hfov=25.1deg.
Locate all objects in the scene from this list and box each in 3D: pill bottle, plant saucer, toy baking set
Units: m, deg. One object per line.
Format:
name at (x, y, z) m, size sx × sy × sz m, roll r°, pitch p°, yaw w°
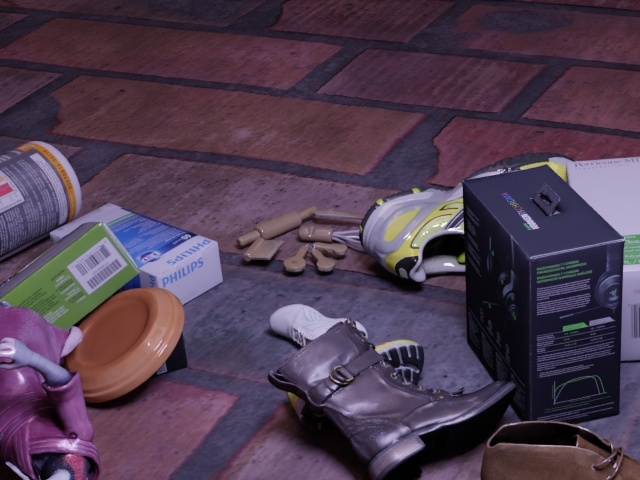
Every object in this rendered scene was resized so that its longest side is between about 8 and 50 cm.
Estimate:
pill bottle at (-0.546, -0.047, 2.377) m, size 0.162 × 0.162 × 0.278 m, roll 18°, pitch 34°, yaw 36°
plant saucer at (-0.283, 0.138, 2.016) m, size 0.200 × 0.037 × 0.200 m, roll -23°, pitch 37°, yaw 19°
toy baking set at (-0.006, -0.002, 2.354) m, size 0.256 × 0.030 × 0.197 m, roll -27°, pitch 37°, yaw -36°

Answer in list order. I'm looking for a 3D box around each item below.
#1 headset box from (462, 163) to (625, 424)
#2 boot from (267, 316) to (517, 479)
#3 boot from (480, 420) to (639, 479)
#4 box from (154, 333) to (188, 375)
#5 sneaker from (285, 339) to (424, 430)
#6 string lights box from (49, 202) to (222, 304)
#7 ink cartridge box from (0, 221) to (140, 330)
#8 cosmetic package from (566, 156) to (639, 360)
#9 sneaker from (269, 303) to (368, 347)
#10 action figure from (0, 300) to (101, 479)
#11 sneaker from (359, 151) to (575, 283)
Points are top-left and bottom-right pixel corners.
headset box at (0.289, 0.063, 1.902) m, size 0.131 × 0.283 × 0.246 m, roll -11°, pitch 27°, yaw -11°
boot at (0.094, 0.180, 1.831) m, size 0.263 × 0.091 × 0.229 m, roll -23°, pitch 55°, yaw -28°
boot at (0.335, 0.281, 1.658) m, size 0.305 × 0.115 × 0.112 m, roll 4°, pitch 27°, yaw 14°
box at (-0.231, 0.144, 2.063) m, size 0.052 × 0.062 × 0.083 m, roll -17°, pitch 30°, yaw -19°
sneaker at (0.044, 0.177, 1.939) m, size 0.209 × 0.081 × 0.094 m, roll -19°, pitch 28°, yaw -25°
string lights box at (-0.295, 0.025, 2.288) m, size 0.260 × 0.076 × 0.133 m, roll 19°, pitch 36°, yaw 38°
ink cartridge box at (-0.388, 0.061, 2.158) m, size 0.189 × 0.097 × 0.255 m, roll -39°, pitch 10°, yaw -11°
cosmetic package at (0.466, 0.019, 2.100) m, size 0.197 × 0.155 × 0.365 m, roll -5°, pitch 28°, yaw 6°
sneaker at (-0.012, 0.132, 2.064) m, size 0.152 × 0.053 × 0.061 m, roll 11°, pitch 34°, yaw 26°
action figure at (-0.377, 0.251, 1.824) m, size 0.370 × 0.248 × 0.276 m, roll 40°, pitch 7°, yaw 38°
sneaker at (0.260, -0.022, 2.260) m, size 0.385 × 0.145 × 0.147 m, roll -20°, pitch 44°, yaw -14°
